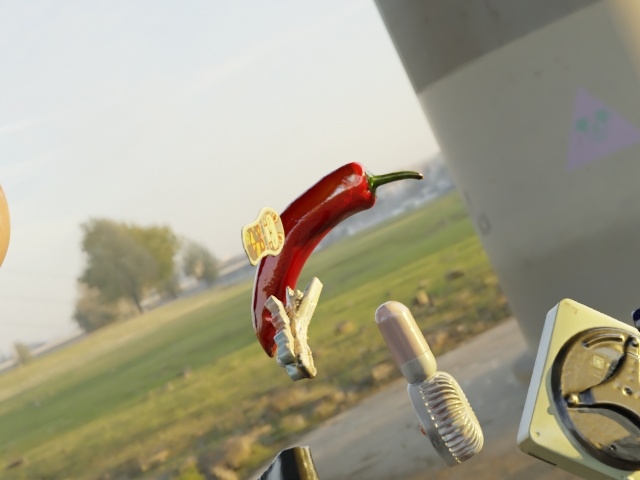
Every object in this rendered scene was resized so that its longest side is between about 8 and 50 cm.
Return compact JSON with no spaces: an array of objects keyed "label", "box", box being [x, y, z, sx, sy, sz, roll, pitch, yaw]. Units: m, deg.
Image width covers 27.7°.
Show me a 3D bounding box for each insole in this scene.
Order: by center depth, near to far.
[{"label":"insole","box":[-0.073,-0.007,1.659,0.004,0.065,0.197,-13,5,13]}]

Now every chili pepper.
[{"label":"chili pepper","box":[-0.008,0.000,2.013,0.368,0.137,0.092,-50,4,6]}]

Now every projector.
[{"label":"projector","box":[0.449,0.245,1.980,0.079,0.257,0.259,125,167,-57]}]

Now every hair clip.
[{"label":"hair clip","box":[-0.031,0.099,1.427,0.056,0.062,0.214,-30,20,16]}]

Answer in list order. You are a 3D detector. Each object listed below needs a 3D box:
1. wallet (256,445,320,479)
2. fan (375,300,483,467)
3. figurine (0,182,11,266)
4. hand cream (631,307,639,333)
[{"label":"wallet","box":[-0.026,0.491,1.682,0.062,0.406,0.228,10,-48,-31]},{"label":"fan","box":[0.144,0.196,1.794,0.074,0.244,0.130,-28,-1,9]},{"label":"figurine","box":[-0.362,-0.018,1.160,0.173,0.173,0.173,-24,0,0]},{"label":"hand cream","box":[0.403,0.048,1.364,0.163,0.062,0.039,-38,34,22]}]
